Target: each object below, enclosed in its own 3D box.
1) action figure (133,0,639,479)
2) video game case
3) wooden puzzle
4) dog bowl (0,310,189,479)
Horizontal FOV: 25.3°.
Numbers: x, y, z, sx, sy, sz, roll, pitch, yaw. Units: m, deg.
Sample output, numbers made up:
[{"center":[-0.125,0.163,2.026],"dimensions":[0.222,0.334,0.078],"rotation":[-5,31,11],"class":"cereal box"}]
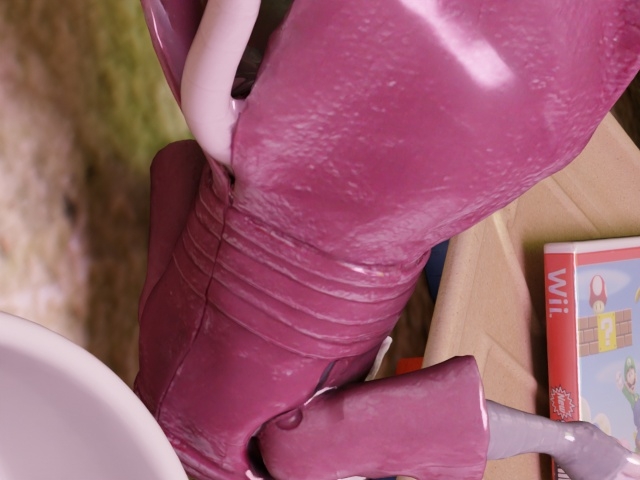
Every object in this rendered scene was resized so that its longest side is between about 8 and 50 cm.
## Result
[{"center":[0.000,0.000,0.567],"dimensions":[0.275,0.248,0.370],"rotation":[-11,127,-48],"class":"action figure"},{"center":[0.204,0.139,0.892],"dimensions":[0.204,0.025,0.285],"rotation":[-4,92,-51],"class":"video game case"},{"center":[0.142,0.105,0.901],"dimensions":[0.322,0.080,0.348],"rotation":[41,59,-42],"class":"wooden puzzle"},{"center":[-0.154,0.154,0.468],"dimensions":[0.265,0.104,0.265],"rotation":[11,76,-53],"class":"dog bowl"}]
